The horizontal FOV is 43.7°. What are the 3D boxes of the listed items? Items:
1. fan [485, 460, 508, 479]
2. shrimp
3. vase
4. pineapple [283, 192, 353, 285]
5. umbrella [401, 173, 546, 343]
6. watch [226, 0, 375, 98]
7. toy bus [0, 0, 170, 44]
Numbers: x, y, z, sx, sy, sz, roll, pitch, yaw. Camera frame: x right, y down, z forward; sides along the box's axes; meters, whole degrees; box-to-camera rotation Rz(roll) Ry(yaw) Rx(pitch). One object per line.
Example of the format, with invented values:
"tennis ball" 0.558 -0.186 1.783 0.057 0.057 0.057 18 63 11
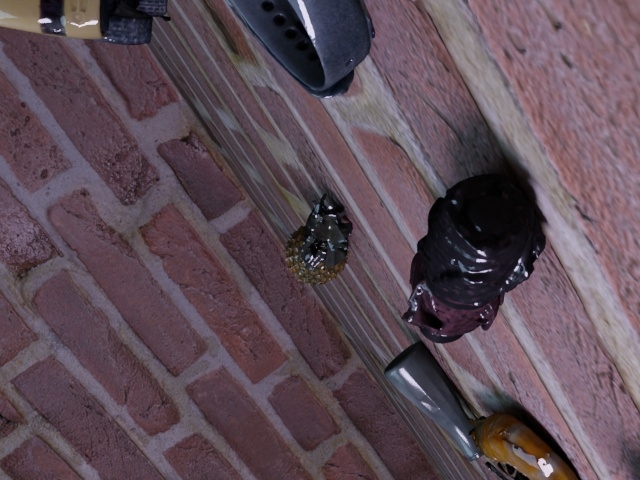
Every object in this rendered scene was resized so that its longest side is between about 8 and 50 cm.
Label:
"fan" 0.372 0.444 1.149 0.294 0.012 0.223 49 171 -35
"shrimp" 0.275 0.295 1.095 0.152 0.063 0.287 41 171 4
"vase" 0.209 0.283 1.383 0.214 0.086 0.086 49 173 1
"pineapple" 0.000 0.000 1.312 0.125 0.125 0.251 53 168 7
"umbrella" 0.120 0.029 0.679 0.090 0.094 0.326 8 163 5
"watch" -0.042 -0.219 0.648 0.206 0.068 0.193 48 170 28
"toy bus" -0.220 -0.266 0.642 0.365 0.201 0.177 -110 28 -68
